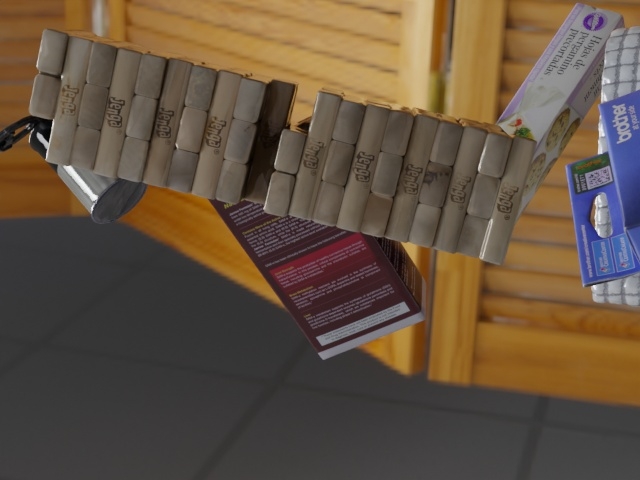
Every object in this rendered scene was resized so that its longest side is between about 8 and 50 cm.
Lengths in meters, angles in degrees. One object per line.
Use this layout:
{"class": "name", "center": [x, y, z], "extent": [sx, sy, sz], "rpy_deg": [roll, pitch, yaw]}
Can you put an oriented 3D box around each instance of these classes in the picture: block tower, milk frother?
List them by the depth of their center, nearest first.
{"class": "block tower", "center": [-0.027, -0.068, 0.862], "extent": [0.335, 0.091, 0.097], "rpy_deg": [14, -169, 1]}
{"class": "milk frother", "center": [-0.301, -0.092, 1.457], "extent": [0.143, 0.129, 0.135], "rpy_deg": [-33, -112, -26]}

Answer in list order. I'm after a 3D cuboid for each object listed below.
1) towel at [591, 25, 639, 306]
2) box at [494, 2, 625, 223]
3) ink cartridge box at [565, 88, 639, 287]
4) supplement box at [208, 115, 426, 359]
{"class": "towel", "center": [0.393, -0.067, 1.171], "extent": [0.235, 0.283, 0.121], "rpy_deg": [2, 180, 29]}
{"class": "box", "center": [0.249, -0.132, 1.409], "extent": [0.063, 0.067, 0.324], "rpy_deg": [24, -112, 31]}
{"class": "ink cartridge box", "center": [0.348, -0.081, 1.015], "extent": [0.311, 0.065, 0.186], "rpy_deg": [-22, -146, 22]}
{"class": "supplement box", "center": [0.000, 0.000, 1.276], "extent": [0.130, 0.239, 0.073], "rpy_deg": [-23, -151, 19]}
